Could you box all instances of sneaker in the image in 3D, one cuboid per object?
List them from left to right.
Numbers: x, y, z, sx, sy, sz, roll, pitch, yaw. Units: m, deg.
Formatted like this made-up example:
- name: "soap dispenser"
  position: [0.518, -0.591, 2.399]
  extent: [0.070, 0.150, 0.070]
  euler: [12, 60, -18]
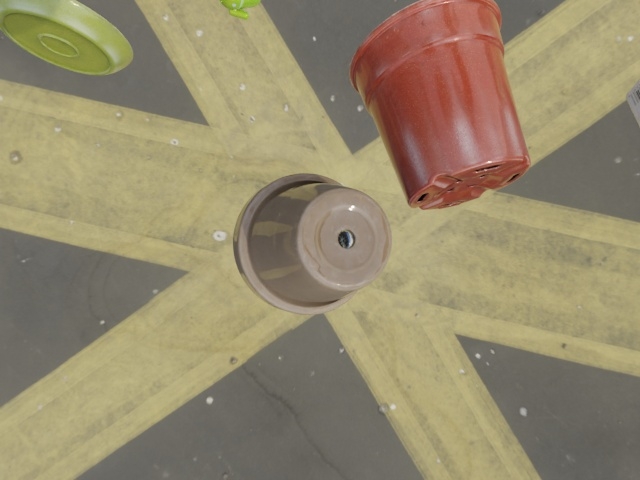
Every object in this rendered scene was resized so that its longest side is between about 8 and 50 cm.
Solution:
- name: "sneaker"
  position: [0.084, 0.041, 1.016]
  extent: [0.052, 0.058, 0.136]
  euler: [-31, 61, 42]

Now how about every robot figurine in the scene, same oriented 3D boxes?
- name: "robot figurine"
  position: [-0.172, -0.532, 0.899]
  extent: [0.067, 0.115, 0.101]
  euler: [37, 136, 15]

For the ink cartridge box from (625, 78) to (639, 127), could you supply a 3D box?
- name: "ink cartridge box"
  position: [0.579, -0.238, 0.591]
  extent: [0.060, 0.275, 0.239]
  euler: [7, 57, -1]

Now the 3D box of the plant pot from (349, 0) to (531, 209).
- name: "plant pot"
  position: [0.211, -0.209, 0.724]
  extent: [0.272, 0.272, 0.265]
  euler: [-14, 77, 4]

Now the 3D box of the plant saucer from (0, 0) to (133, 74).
- name: "plant saucer"
  position: [-0.475, -0.371, 0.773]
  extent: [0.240, 0.241, 0.037]
  euler: [9, 81, 2]

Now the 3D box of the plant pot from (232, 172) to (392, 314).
- name: "plant pot"
  position: [0.000, 0.000, 0.701]
  extent: [0.262, 0.229, 0.263]
  euler: [1, 86, -19]
